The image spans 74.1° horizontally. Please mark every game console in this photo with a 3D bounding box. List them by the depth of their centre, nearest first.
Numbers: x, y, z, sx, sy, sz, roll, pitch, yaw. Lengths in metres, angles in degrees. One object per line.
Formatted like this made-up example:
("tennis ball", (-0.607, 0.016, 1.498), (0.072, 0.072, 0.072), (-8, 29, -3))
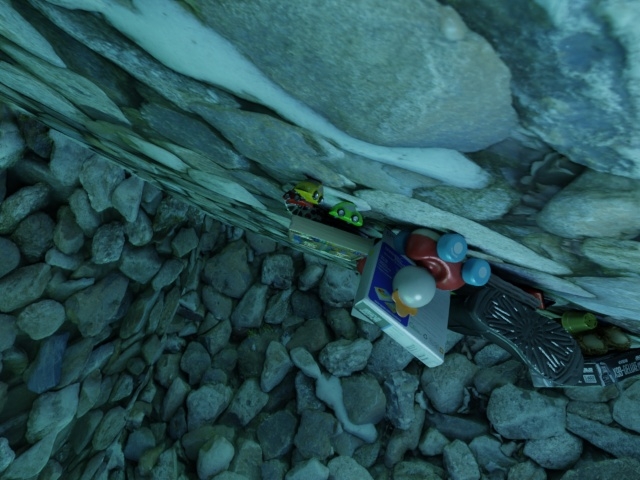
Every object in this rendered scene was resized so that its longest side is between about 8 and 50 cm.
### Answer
("game console", (0.688, 0.171, 1.409), (0.144, 0.085, 0.124), (14, 139, 49))

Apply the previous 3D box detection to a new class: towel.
("towel", (0.503, 0.150, 1.396), (0.332, 0.053, 0.317), (30, 171, 8))

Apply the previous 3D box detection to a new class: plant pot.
("plant pot", (0.859, 0.267, 1.394), (0.083, 0.083, 0.079), (22, 161, -6))

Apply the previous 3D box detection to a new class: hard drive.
("hard drive", (0.037, -0.042, 1.610), (0.172, 0.054, 0.255), (27, 172, -40))

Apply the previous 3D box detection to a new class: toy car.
("toy car", (0.280, 0.111, 1.139), (0.210, 0.238, 0.219), (40, 166, -24))
("toy car", (0.019, -0.103, 1.166), (0.225, 0.053, 0.239), (23, 174, -12))

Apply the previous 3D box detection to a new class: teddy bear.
("teddy bear", (0.923, 0.356, 1.508), (0.245, 0.113, 0.338), (-15, 178, -23))

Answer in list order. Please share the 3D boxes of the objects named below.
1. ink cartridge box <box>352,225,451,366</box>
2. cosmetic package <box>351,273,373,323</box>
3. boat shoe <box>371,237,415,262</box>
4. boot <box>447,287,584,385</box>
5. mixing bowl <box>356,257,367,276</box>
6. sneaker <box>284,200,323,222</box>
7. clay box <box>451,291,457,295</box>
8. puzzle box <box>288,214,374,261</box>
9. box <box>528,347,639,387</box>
("ink cartridge box", (0.251, 0.155, 1.237), (0.304, 0.307, 0.072), (38, 131, -13))
("cosmetic package", (0.354, 0.280, 2.095), (0.385, 0.217, 0.156), (6, -175, -41))
("boat shoe", (0.271, 0.046, 1.459), (0.079, 0.084, 0.233), (-11, 155, 43))
("boot", (0.549, 0.294, 1.362), (0.367, 0.146, 0.445), (41, 167, 4))
("mixing bowl", (0.197, 0.073, 1.580), (0.098, 0.181, 0.181), (35, 173, 0))
("sneaker", (-0.065, -0.106, 1.388), (0.071, 0.068, 0.170), (33, 180, 43))
("clay box", (0.680, 0.268, 2.063), (0.128, 0.053, 0.222), (21, 175, 7))
("puzzle box", (0.023, 0.003, 1.505), (0.272, 0.052, 0.409), (17, 173, -1))
("box", (0.902, 0.422, 1.409), (0.308, 0.076, 0.242), (-3, 165, -26))
